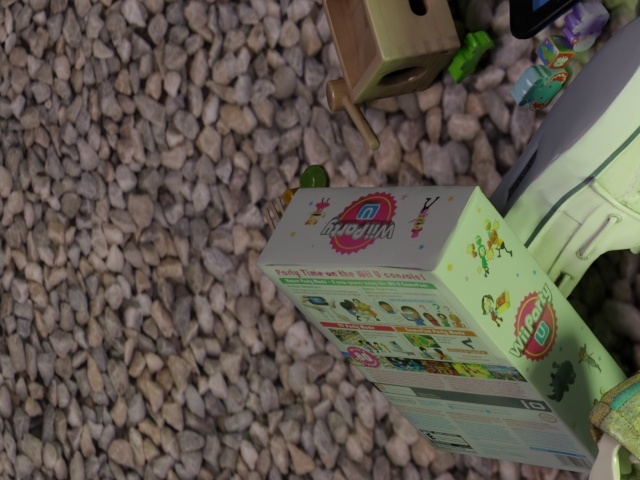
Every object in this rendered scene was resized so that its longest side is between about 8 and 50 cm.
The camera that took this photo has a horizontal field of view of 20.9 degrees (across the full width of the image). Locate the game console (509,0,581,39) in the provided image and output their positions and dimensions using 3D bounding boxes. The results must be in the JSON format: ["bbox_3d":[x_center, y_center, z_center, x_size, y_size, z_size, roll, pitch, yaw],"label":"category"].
[{"bbox_3d":[0.218,-0.362,1.462,0.293,0.173,0.250,-36,95,37],"label":"game console"}]

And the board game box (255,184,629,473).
[{"bbox_3d":[0.120,0.081,1.570,0.224,0.303,0.097,1,53,46],"label":"board game box"}]

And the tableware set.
[{"bbox_3d":[0.000,0.000,1.884,0.104,0.024,0.154,-44,61,36],"label":"tableware set"}]

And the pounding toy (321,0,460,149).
[{"bbox_3d":[0.070,-0.185,1.747,0.206,0.094,0.181,130,126,-70],"label":"pounding toy"}]

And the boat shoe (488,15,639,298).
[{"bbox_3d":[0.258,-0.040,1.515,0.367,0.156,0.136,-58,9,47],"label":"boat shoe"}]

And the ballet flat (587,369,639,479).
[{"bbox_3d":[0.285,0.269,1.459,0.123,0.123,0.348,13,123,46],"label":"ballet flat"}]

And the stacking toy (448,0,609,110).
[{"bbox_3d":[0.224,-0.171,1.613,0.221,0.052,0.167,-52,55,38],"label":"stacking toy"}]
